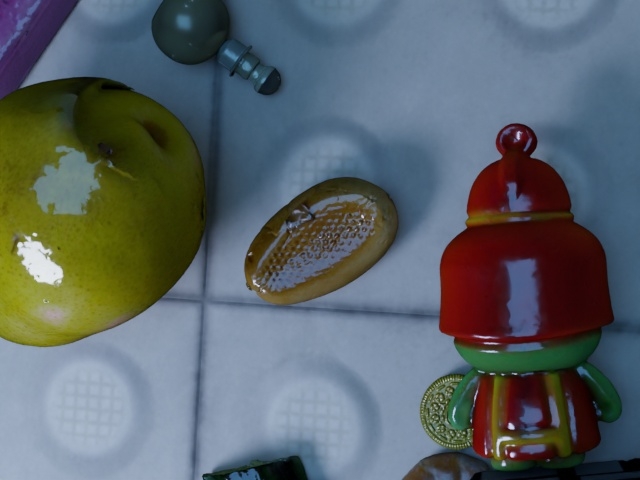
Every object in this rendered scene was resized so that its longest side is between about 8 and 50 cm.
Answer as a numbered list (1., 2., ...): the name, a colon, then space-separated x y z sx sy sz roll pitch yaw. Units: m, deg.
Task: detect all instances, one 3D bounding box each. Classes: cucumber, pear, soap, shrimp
1. cucumber: -0.068 0.303 1.556 0.116 0.062 0.115 -23 87 14
2. pear: -0.281 -0.021 1.511 0.285 0.285 0.336 41 99 12
3. soap: -0.409 -0.280 1.646 0.181 0.081 0.259 39 97 12
4. shrimp: 0.116 0.352 1.512 0.143 0.052 0.251 35 96 9

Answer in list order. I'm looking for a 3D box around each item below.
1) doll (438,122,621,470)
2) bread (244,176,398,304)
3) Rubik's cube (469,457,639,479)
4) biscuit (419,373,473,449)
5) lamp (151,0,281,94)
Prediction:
1. doll: 0.213 0.058 1.438 0.182 0.160 0.363 -4 85 20
2. bread: 0.000 0.000 1.539 0.189 0.077 0.114 -32 101 10
3. Rubik's cube: 0.292 0.367 1.339 0.293 0.283 0.288 -9 87 5
4. biscuit: 0.151 0.189 1.521 0.084 0.023 0.084 -1 88 13
5. lamp: -0.115 -0.222 1.574 0.163 0.091 0.091 36 97 -1
